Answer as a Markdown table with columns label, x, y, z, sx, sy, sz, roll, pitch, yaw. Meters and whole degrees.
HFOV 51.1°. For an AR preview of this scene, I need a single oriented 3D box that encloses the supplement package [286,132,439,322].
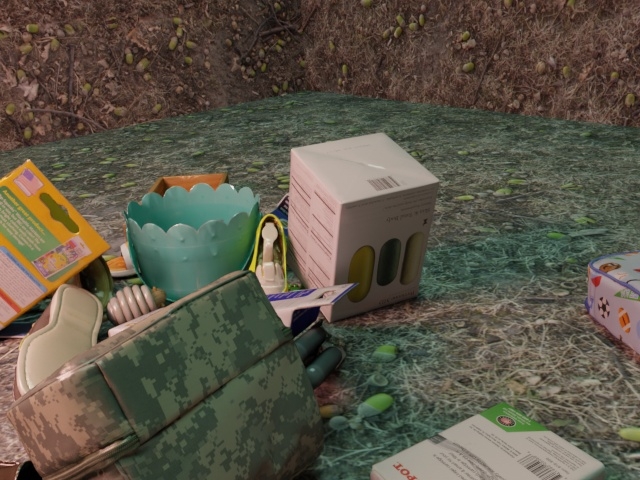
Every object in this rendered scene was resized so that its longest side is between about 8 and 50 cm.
| label | x | y | z | sx | sy | sz | roll | pitch | yaw |
| --- | --- | --- | --- | --- | --- | --- | --- | --- | --- |
| supplement package | 0.068 | -0.028 | 1.242 | 0.199 | 0.262 | 0.198 | -14 | 40 | -23 |

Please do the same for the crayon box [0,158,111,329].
| label | x | y | z | sx | sy | sz | roll | pitch | yaw |
| --- | --- | --- | --- | --- | --- | --- | --- | --- | --- |
| crayon box | -0.551 | 0.016 | 1.190 | 0.323 | 0.203 | 0.083 | -34 | 20 | 10 |

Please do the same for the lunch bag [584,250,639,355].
| label | x | y | z | sx | sy | sz | roll | pitch | yaw |
| --- | --- | --- | --- | --- | --- | --- | --- | --- | --- |
| lunch bag | 0.591 | 0.109 | 1.071 | 0.243 | 0.115 | 0.303 | -4 | 21 | -8 |

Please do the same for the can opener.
| label | x | y | z | sx | sy | sz | roll | pitch | yaw |
| --- | --- | --- | --- | --- | --- | --- | --- | --- | --- |
| can opener | -0.013 | 0.174 | 0.985 | 0.093 | 0.074 | 0.280 | -41 | -6 | 5 |

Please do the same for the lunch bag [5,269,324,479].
| label | x | y | z | sx | sy | sz | roll | pitch | yaw |
| --- | --- | --- | --- | --- | --- | --- | --- | --- | --- |
| lunch bag | -0.151 | 0.215 | 0.751 | 0.212 | 0.256 | 0.305 | -36 | -5 | 40 |

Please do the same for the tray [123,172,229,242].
| label | x | y | z | sx | sy | sz | roll | pitch | yaw |
| --- | --- | --- | --- | --- | --- | --- | --- | --- | --- |
| tray | -0.365 | -0.086 | 1.780 | 0.203 | 0.076 | 0.411 | -4 | 21 | 1 |

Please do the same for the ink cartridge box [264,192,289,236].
| label | x | y | z | sx | sy | sz | roll | pitch | yaw |
| --- | --- | --- | --- | --- | --- | --- | --- | --- | --- |
| ink cartridge box | 0.022 | -0.035 | 1.468 | 0.223 | 0.045 | 0.224 | 39 | 34 | 7 |

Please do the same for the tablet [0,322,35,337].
| label | x | y | z | sx | sy | sz | roll | pitch | yaw |
| --- | --- | --- | --- | --- | --- | --- | --- | --- | --- |
| tablet | -0.558 | 0.169 | 1.255 | 0.083 | 0.006 | 0.054 | 0 | 21 | 7 |

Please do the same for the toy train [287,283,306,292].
| label | x | y | z | sx | sy | sz | roll | pitch | yaw |
| --- | --- | --- | --- | --- | --- | --- | --- | --- | --- |
| toy train | -0.057 | 0.098 | 1.334 | 0.083 | 0.017 | 0.023 | -1 | 31 | 6 |

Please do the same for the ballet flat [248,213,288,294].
| label | x | y | z | sx | sy | sz | roll | pitch | yaw |
| --- | --- | --- | --- | --- | --- | --- | --- | --- | --- |
| ballet flat | -0.097 | 0.046 | 1.251 | 0.077 | 0.077 | 0.231 | 3 | 52 | -7 |

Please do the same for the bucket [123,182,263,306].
| label | x | y | z | sx | sy | sz | roll | pitch | yaw |
| --- | --- | --- | --- | --- | --- | --- | --- | --- | --- |
| bucket | -0.253 | 0.006 | 1.376 | 0.281 | 0.183 | 0.281 | -4 | 21 | 2 |

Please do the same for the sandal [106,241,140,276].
| label | x | y | z | sx | sy | sz | roll | pitch | yaw |
| --- | --- | --- | --- | --- | --- | --- | --- | --- | --- |
| sandal | -0.372 | 0.012 | 1.517 | 0.265 | 0.076 | 0.102 | -17 | 22 | -25 |

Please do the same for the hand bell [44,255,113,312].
| label | x | y | z | sx | sy | sz | roll | pitch | yaw |
| --- | --- | --- | --- | --- | --- | --- | --- | --- | --- |
| hand bell | -0.549 | 0.105 | 1.323 | 0.242 | 0.126 | 0.126 | -13 | 20 | 11 |

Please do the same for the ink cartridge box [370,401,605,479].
| label | x | y | z | sx | sy | sz | roll | pitch | yaw |
| --- | --- | --- | --- | --- | --- | --- | --- | --- | --- |
| ink cartridge box | 0.180 | 0.280 | 0.735 | 0.208 | 0.086 | 0.153 | -15 | 24 | -28 |

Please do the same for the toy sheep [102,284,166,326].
| label | x | y | z | sx | sy | sz | roll | pitch | yaw |
| --- | --- | --- | --- | --- | --- | --- | --- | --- | --- |
| toy sheep | -0.346 | 0.124 | 1.232 | 0.132 | 0.091 | 0.091 | -27 | 28 | -17 |

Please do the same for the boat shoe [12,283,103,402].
| label | x | y | z | sx | sy | sz | roll | pitch | yaw |
| --- | --- | --- | --- | --- | --- | --- | --- | --- | --- |
| boat shoe | -0.427 | 0.185 | 1.072 | 0.117 | 0.096 | 0.324 | 32 | 14 | -22 |

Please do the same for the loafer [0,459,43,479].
| label | x | y | z | sx | sy | sz | roll | pitch | yaw |
| --- | --- | --- | --- | --- | --- | --- | --- | --- | --- |
| loafer | -0.351 | 0.292 | 0.806 | 0.220 | 0.078 | 0.080 | 3 | 22 | 16 |

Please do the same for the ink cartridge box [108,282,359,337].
| label | x | y | z | sx | sy | sz | roll | pitch | yaw |
| --- | --- | --- | --- | --- | --- | --- | --- | --- | --- |
| ink cartridge box | -0.129 | 0.129 | 1.069 | 0.371 | 0.069 | 0.176 | -11 | 3 | 16 |
